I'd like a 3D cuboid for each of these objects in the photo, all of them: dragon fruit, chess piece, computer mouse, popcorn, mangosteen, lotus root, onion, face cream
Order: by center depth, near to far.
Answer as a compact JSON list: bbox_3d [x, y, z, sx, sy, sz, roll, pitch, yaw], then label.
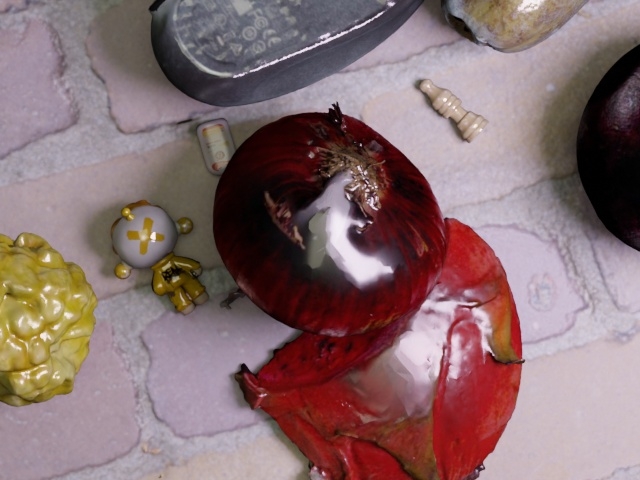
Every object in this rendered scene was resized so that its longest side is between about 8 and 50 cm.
[{"bbox_3d":[-0.358,0.078,1.652,0.217,0.235,0.181,23,98,15],"label":"popcorn"},{"bbox_3d":[0.436,-0.106,1.662,0.275,0.302,0.275,-2,95,-22],"label":"mangosteen"},{"bbox_3d":[0.000,0.000,1.691,0.273,0.285,0.273,14,47,-16],"label":"onion"},{"bbox_3d":[0.274,-0.350,1.735,0.322,0.158,0.140,-44,116,-9],"label":"lotus root"},{"bbox_3d":[0.111,0.163,1.736,0.343,0.100,0.282,-40,95,-4],"label":"dragon fruit"},{"bbox_3d":[-0.029,-0.289,1.736,0.374,0.114,0.203,-30,87,-12],"label":"computer mouse"},{"bbox_3d":[-0.118,-0.101,1.766,0.040,0.021,0.083,-17,89,-3],"label":"face cream"},{"bbox_3d":[0.155,-0.159,1.782,0.092,0.035,0.035,43,86,2],"label":"chess piece"}]

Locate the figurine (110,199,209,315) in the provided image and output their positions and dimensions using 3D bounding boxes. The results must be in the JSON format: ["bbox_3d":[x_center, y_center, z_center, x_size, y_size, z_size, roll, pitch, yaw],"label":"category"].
[{"bbox_3d":[-0.190,0.023,1.736,0.101,0.068,0.143,-13,101,-9],"label":"figurine"}]
